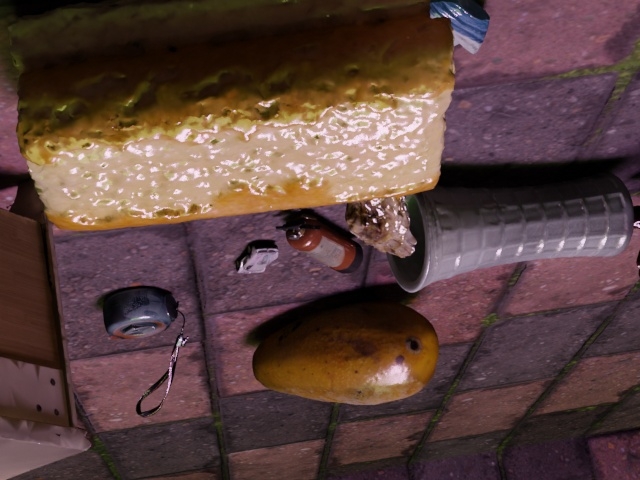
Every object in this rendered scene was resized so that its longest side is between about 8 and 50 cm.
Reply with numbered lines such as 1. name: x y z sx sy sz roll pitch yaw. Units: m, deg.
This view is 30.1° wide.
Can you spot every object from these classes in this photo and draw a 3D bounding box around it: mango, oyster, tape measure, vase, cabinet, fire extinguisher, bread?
1. mango: 0.031 0.177 1.880 0.329 0.176 0.176 0 141 25
2. oyster: 0.057 -0.046 1.412 0.053 0.108 0.166 -33 135 -22
3. tape measure: -0.254 0.160 1.685 0.107 0.180 0.104 7 169 -39
4. vase: 0.242 -0.022 1.509 0.299 0.143 0.143 -6 158 -20
5. cabinet: -0.426 0.074 1.183 0.227 0.318 0.290 -23 156 25
6. fire extinguisher: 0.000 0.000 1.552 0.062 0.050 0.177 0 166 28
7. bread: -0.072 -0.116 1.068 0.375 0.165 0.236 -8 156 -2

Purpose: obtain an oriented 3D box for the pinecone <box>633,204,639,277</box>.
1. pinecone: 0.548 -0.002 1.538 0.296 0.242 0.298 -12 154 11

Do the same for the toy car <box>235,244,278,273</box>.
1. toy car: -0.087 0.029 1.617 0.041 0.025 0.093 0 156 -22

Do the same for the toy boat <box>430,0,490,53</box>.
1. toy boat: 0.102 -0.188 1.148 0.105 0.034 0.149 7 151 -26
